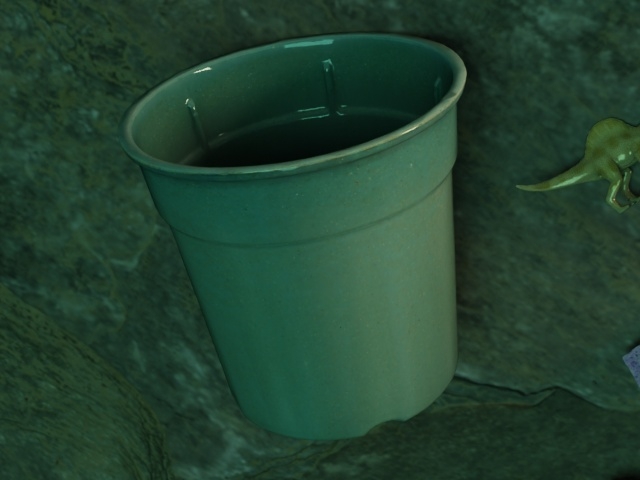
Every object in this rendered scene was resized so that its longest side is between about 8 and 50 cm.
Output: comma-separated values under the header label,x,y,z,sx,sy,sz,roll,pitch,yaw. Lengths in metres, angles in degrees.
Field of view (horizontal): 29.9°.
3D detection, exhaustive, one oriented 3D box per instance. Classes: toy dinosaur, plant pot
label,x,y,z,sx,sy,sz,roll,pitch,yaw
toy dinosaur,0.303,-0.077,1.243,0.183,0.053,0.092,-35,82,21
plant pot,0.000,0.000,1.235,0.341,0.341,0.334,-1,120,20

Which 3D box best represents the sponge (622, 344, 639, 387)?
label,x,y,z,sx,sy,sz,roll,pitch,yaw
sponge,0.415,0.181,1.250,0.117,0.031,0.210,-41,58,29
